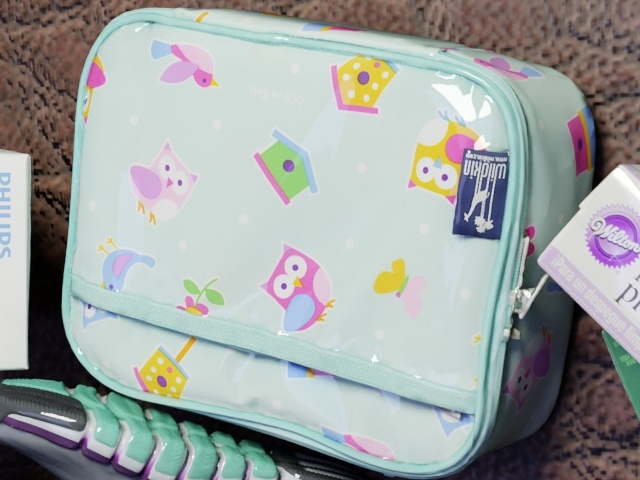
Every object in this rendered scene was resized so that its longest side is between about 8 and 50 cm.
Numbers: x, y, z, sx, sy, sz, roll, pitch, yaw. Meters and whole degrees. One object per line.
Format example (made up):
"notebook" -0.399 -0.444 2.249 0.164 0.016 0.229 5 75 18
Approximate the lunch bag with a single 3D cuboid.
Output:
"lunch bag" 0.000 0.000 1.012 0.279 0.108 0.224 14 100 30

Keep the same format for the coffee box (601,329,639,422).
"coffee box" 0.220 0.104 0.925 0.113 0.040 0.184 -28 79 28

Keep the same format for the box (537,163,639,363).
"box" 0.234 0.095 0.855 0.324 0.067 0.063 46 110 20

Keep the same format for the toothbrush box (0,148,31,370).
"toothbrush box" -0.317 0.006 1.067 0.206 0.283 0.122 -167 78 -70

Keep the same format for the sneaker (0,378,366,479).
"sneaker" -0.083 0.144 1.027 0.224 0.083 0.098 18 95 -9
